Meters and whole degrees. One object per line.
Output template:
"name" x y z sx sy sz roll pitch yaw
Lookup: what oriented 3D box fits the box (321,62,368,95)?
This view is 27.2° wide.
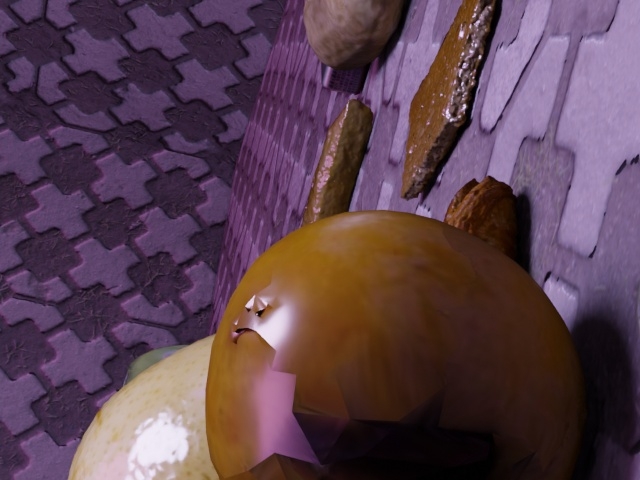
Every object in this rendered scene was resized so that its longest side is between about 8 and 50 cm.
"box" 0.055 -0.337 1.943 0.120 0.069 0.224 -93 17 -60

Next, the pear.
"pear" -0.043 0.219 1.012 0.309 0.309 0.309 -167 90 -82

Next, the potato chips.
"potato chips" 0.000 0.000 1.839 0.080 0.057 0.407 -142 65 -66

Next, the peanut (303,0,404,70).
"peanut" 0.044 -0.310 1.778 0.224 0.129 0.129 131 151 -69

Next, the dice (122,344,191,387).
"dice" -0.174 0.312 1.863 0.250 0.254 0.252 -88 12 -65

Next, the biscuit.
"biscuit" 0.127 -0.148 1.312 0.237 0.026 0.131 117 162 -57

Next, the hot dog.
"hot dog" 0.117 0.017 1.002 0.099 0.065 0.147 98 177 -55

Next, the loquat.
"loquat" 0.044 0.098 0.795 0.235 0.235 0.235 -167 90 -82
